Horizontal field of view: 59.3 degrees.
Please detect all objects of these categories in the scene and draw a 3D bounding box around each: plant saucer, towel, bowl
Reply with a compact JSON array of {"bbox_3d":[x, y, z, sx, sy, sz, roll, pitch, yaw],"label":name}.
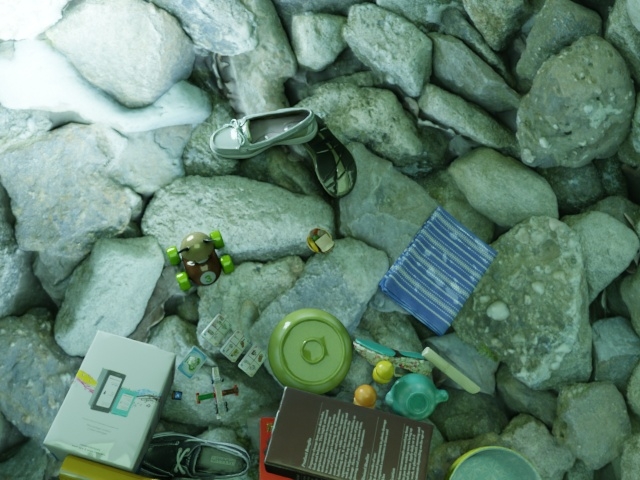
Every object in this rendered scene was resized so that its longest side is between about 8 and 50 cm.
[{"bbox_3d":[-0.024,0.306,1.554,0.240,0.037,0.241,3,75,-11],"label":"plant saucer"},{"bbox_3d":[0.357,0.087,1.680,0.243,0.040,0.336,39,72,0],"label":"towel"},{"bbox_3d":[0.431,0.689,1.483,0.289,0.156,0.290,3,76,-11],"label":"bowl"}]

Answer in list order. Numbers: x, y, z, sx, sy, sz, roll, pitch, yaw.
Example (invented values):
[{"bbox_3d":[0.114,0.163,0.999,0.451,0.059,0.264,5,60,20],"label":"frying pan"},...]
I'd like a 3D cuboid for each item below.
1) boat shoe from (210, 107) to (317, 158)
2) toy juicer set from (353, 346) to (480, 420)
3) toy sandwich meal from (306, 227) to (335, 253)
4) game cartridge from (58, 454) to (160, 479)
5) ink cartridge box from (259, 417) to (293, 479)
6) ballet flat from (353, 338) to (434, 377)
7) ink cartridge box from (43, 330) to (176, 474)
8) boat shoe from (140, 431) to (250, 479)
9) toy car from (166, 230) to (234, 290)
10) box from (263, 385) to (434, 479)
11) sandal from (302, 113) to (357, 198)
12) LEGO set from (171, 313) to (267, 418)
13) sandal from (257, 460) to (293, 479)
[{"bbox_3d":[-0.169,-0.320,1.625,0.320,0.103,0.118,-8,72,3],"label":"boat shoe"},{"bbox_3d":[0.238,0.398,1.529,0.329,0.089,0.209,-31,93,-2],"label":"toy juicer set"},{"bbox_3d":[0.000,0.000,1.638,0.085,0.029,0.086,3,76,-10],"label":"toy sandwich meal"},{"bbox_3d":[-0.425,0.600,1.286,0.323,0.285,0.053,18,46,-7],"label":"game cartridge"},{"bbox_3d":[-0.037,0.544,1.455,0.232,0.066,0.189,5,56,-13],"label":"ink cartridge box"},{"bbox_3d":[0.202,0.339,1.569,0.240,0.091,0.077,14,96,-3],"label":"ballet flat"},{"bbox_3d":[-0.481,0.392,1.327,0.197,0.198,0.270,18,56,-5],"label":"ink cartridge box"},{"bbox_3d":[-0.324,0.547,1.402,0.301,0.102,0.108,12,74,-7],"label":"boat shoe"},{"bbox_3d":[-0.319,0.037,1.485,0.155,0.188,0.149,-21,81,-15],"label":"toy car"},{"bbox_3d":[0.069,0.512,1.379,0.381,0.143,0.191,14,58,4],"label":"box"},{"bbox_3d":[0.016,-0.255,1.683,0.120,0.086,0.303,-23,67,-10],"label":"sandal"},{"bbox_3d":[-0.280,0.345,1.484,0.182,0.060,0.244,43,59,-11],"label":"LEGO set"},{"bbox_3d":[-0.070,0.648,1.452,0.219,0.060,0.090,30,58,13],"label":"sandal"}]
